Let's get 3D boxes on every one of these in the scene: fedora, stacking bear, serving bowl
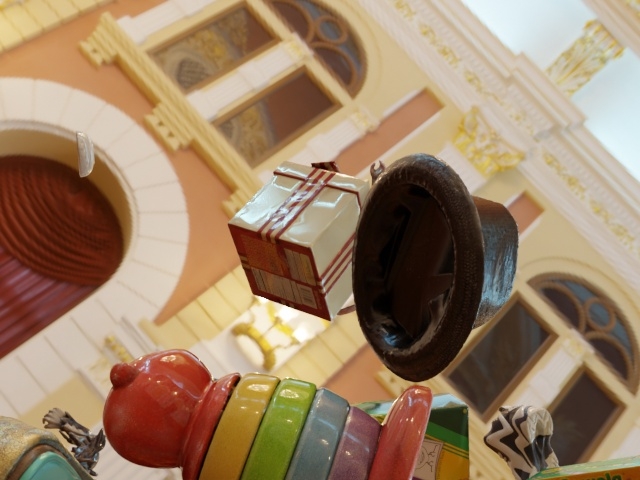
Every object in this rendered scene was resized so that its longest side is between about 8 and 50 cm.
[{"bbox_3d":[0.174,0.036,1.142,0.334,0.152,0.334,11,-77,62],"label":"fedora"},{"bbox_3d":[-0.064,0.190,0.760,0.289,0.164,0.175,19,-42,5],"label":"stacking bear"},{"bbox_3d":[-0.421,-0.156,1.446,0.083,0.027,0.083,175,-90,-73],"label":"serving bowl"}]

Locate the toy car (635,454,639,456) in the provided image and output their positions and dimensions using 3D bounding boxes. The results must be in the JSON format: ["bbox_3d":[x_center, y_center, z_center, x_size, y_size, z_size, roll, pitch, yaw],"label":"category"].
[{"bbox_3d":[0.780,0.555,1.918,0.122,0.060,0.040,27,-9,-7],"label":"toy car"}]

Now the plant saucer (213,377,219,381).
[{"bbox_3d":[-0.222,0.349,1.926,0.119,0.021,0.119,11,-8,2],"label":"plant saucer"}]

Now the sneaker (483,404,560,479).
[{"bbox_3d":[0.416,0.455,1.695,0.153,0.094,0.235,1,-78,65],"label":"sneaker"}]

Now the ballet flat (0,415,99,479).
[{"bbox_3d":[-0.265,0.276,0.795,0.123,0.123,0.348,30,-30,29],"label":"ballet flat"}]

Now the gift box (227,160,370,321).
[{"bbox_3d":[0.000,0.000,1.732,0.276,0.258,0.255,19,-39,27],"label":"gift box"}]

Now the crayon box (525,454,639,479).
[{"bbox_3d":[0.530,0.489,1.460,0.278,0.081,0.165,-25,-102,41],"label":"crayon box"}]

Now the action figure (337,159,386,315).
[{"bbox_3d":[0.090,-0.029,2.078,0.370,0.248,0.276,-93,164,-65],"label":"action figure"}]

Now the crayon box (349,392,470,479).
[{"bbox_3d":[0.123,0.492,1.536,0.106,0.313,0.363,-162,-111,-74],"label":"crayon box"}]

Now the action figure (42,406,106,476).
[{"bbox_3d":[-0.499,0.423,1.568,0.141,0.164,0.275,26,-18,-11],"label":"action figure"}]
